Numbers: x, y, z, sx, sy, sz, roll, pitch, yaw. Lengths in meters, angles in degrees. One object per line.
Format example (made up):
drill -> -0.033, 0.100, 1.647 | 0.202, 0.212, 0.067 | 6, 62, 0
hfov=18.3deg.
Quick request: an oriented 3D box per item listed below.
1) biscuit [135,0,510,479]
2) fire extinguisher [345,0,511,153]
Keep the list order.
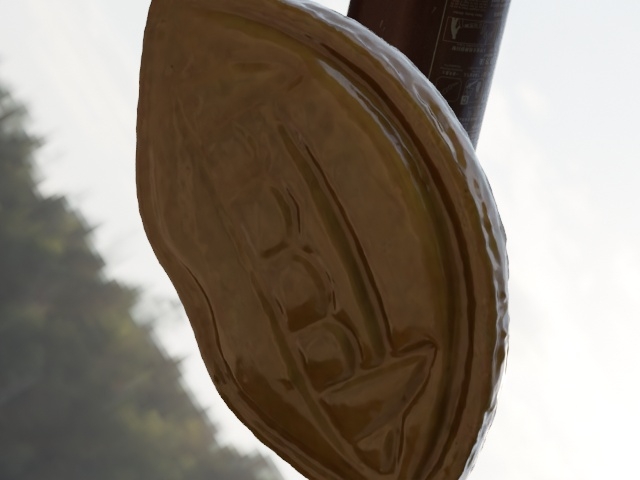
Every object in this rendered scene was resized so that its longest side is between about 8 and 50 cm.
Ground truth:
biscuit -> 0.000, 0.000, 0.716 | 0.142, 0.029, 0.221 | -24, -94, 36
fire extinguisher -> 0.051, -0.102, 1.152 | 0.105, 0.104, 0.269 | 38, -61, 56
